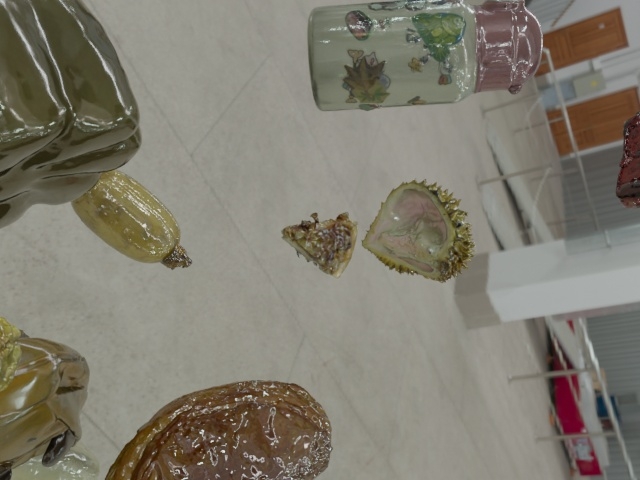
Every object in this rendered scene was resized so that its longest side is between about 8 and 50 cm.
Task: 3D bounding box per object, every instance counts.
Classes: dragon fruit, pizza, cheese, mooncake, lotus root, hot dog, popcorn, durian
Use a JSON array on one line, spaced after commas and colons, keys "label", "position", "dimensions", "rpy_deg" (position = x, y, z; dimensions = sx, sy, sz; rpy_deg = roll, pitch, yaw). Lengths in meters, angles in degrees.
[{"label": "dragon fruit", "position": [0.429, -0.089, 0.764], "dimensions": [0.096, 0.102, 0.147], "rpy_deg": [36, 69, -28]}, {"label": "pizza", "position": [0.000, 0.002, 1.382], "dimensions": [0.194, 0.069, 0.154], "rpy_deg": [14, 102, -36]}, {"label": "cheese", "position": [-0.566, 0.451, 1.197], "dimensions": [0.248, 0.173, 0.251], "rpy_deg": [31, 89, -51]}, {"label": "mooncake", "position": [-0.393, -0.128, 0.707], "dimensions": [0.201, 0.378, 0.378], "rpy_deg": [60, 27, 3]}, {"label": "lotus root", "position": [-0.460, -0.042, 1.540], "dimensions": [0.342, 0.151, 0.169], "rpy_deg": [44, 34, -20]}, {"label": "hot dog", "position": [-0.156, 0.358, 0.945], "dimensions": [0.387, 0.174, 0.267], "rpy_deg": [-27, 132, -33]}, {"label": "popcorn", "position": [-0.301, 0.100, 0.549], "dimensions": [0.082, 0.057, 0.083], "rpy_deg": [-63, 157, -82]}, {"label": "durian", "position": [0.207, -0.017, 1.174], "dimensions": [0.138, 0.249, 0.183], "rpy_deg": [11, 90, -29]}]

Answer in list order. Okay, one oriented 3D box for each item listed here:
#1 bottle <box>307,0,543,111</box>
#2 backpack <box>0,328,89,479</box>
[{"label": "bottle", "position": [0.116, -0.212, 0.701], "dimensions": [0.120, 0.253, 0.120], "rpy_deg": [-3, 90, -83]}, {"label": "backpack", "position": [-0.494, 0.269, 0.875], "dimensions": [0.201, 0.353, 0.378], "rpy_deg": [55, -20, 13]}]
